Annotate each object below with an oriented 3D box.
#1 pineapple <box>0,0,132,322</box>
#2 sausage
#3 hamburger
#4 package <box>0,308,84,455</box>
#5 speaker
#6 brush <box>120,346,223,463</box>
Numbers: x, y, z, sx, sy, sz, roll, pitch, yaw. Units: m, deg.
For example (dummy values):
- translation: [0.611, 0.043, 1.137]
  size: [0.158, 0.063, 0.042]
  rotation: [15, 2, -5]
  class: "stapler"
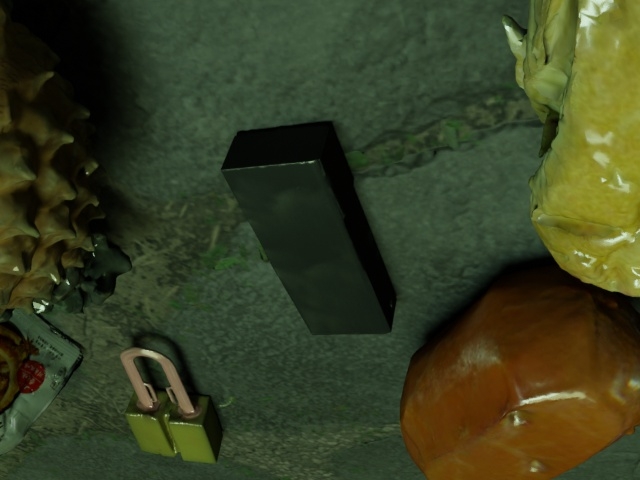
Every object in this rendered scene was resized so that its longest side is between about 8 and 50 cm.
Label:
- translation: [-0.252, -0.022, 0.588]
  size: [0.223, 0.222, 0.357]
  rotation: [9, 159, 5]
  class: "pineapple"
- translation: [0.165, 0.129, 0.673]
  size: [0.153, 0.141, 0.268]
  rotation: [25, 140, -13]
  class: "sausage"
- translation: [0.222, -0.060, 0.414]
  size: [0.330, 0.162, 0.209]
  rotation: [19, 143, -11]
  class: "hamburger"
- translation: [-0.358, 0.173, 0.808]
  size: [0.030, 0.239, 0.154]
  rotation: [6, 144, 36]
  class: "package"
- translation: [0.000, 0.000, 0.643]
  size: [0.082, 0.044, 0.218]
  rotation: [-4, 138, 21]
  class: "speaker"
- translation: [-0.185, 0.188, 0.925]
  size: [0.103, 0.047, 0.233]
  rotation: [6, 139, 10]
  class: "brush"
